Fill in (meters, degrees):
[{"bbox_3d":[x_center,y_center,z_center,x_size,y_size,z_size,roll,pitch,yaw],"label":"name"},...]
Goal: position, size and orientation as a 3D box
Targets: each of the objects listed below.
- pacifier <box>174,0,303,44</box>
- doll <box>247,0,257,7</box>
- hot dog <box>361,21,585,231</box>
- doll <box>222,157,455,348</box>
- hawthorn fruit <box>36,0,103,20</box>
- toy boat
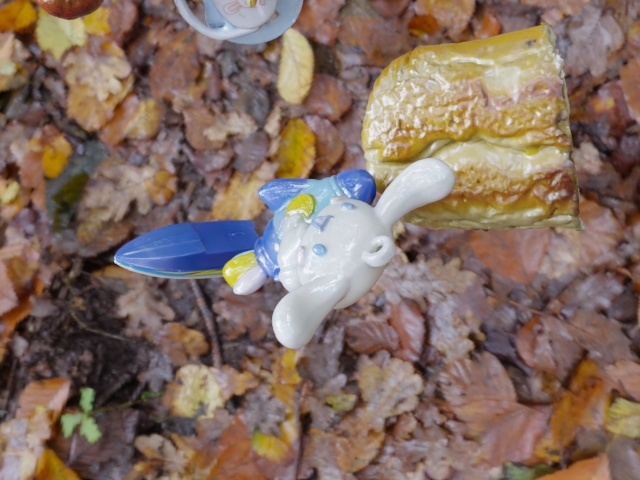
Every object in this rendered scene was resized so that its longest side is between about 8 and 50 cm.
[{"bbox_3d":[-0.166,-0.524,1.753,0.238,0.287,0.226,-19,42,14],"label":"pacifier"},{"bbox_3d":[-0.150,-0.486,1.535,0.102,0.179,0.089,-24,38,24],"label":"doll"},{"bbox_3d":[0.259,-0.174,1.585,0.365,0.196,0.367,-7,114,16],"label":"hot dog"},{"bbox_3d":[-0.003,-0.008,1.490,0.376,0.187,0.365,-28,21,-25],"label":"doll"},{"bbox_3d":[-0.582,-0.608,2.081,0.179,0.179,0.200,-42,22,11],"label":"hawthorn fruit"},{"bbox_3d":[-0.256,0.023,1.722,0.129,0.295,0.088,55,137,38],"label":"toy boat"}]
